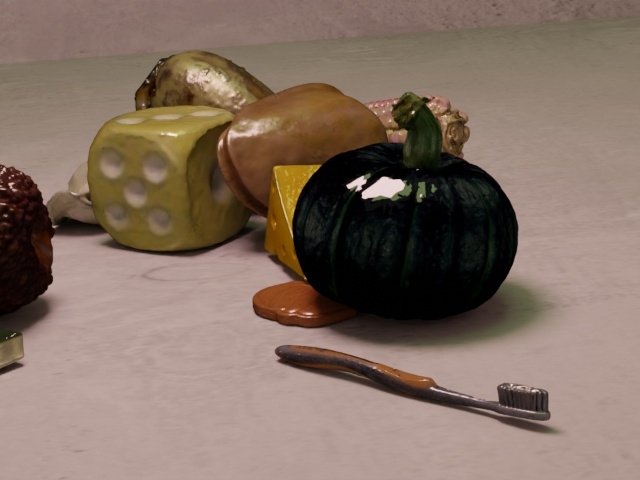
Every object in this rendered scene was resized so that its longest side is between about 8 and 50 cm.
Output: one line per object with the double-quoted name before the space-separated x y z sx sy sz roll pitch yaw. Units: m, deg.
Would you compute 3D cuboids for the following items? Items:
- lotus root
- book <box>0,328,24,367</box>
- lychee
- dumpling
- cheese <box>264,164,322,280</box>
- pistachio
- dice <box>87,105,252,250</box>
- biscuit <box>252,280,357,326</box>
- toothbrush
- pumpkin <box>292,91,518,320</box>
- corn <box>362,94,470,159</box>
"lotus root" -0.121 -0.157 1.918 0.309 0.173 0.173 37 27 8
"book" -0.522 0.140 1.332 0.260 0.043 0.371 8 19 41
"lychee" -0.398 0.002 1.512 0.188 0.188 0.188 -3 17 1
"dumpling" -0.319 -0.063 1.902 0.134 0.100 0.169 -36 15 45
"cheese" 0.000 0.000 1.611 0.093 0.126 0.171 -4 33 -18
"pistachio" -0.019 -0.098 1.753 0.260 0.213 0.163 -23 -13 -40
"dice" -0.198 -0.086 1.785 0.169 0.169 0.166 6 19 31
"biscuit" -0.016 0.069 1.490 0.130 0.019 0.102 12 24 40
"toothbrush" 0.077 0.131 1.253 0.321 0.031 0.023 6 10 40
"pumpkin" 0.097 -0.041 1.445 0.248 0.248 0.248 -3 17 1
"corn" 0.062 -0.145 1.972 0.335 0.127 0.126 -2 15 34
